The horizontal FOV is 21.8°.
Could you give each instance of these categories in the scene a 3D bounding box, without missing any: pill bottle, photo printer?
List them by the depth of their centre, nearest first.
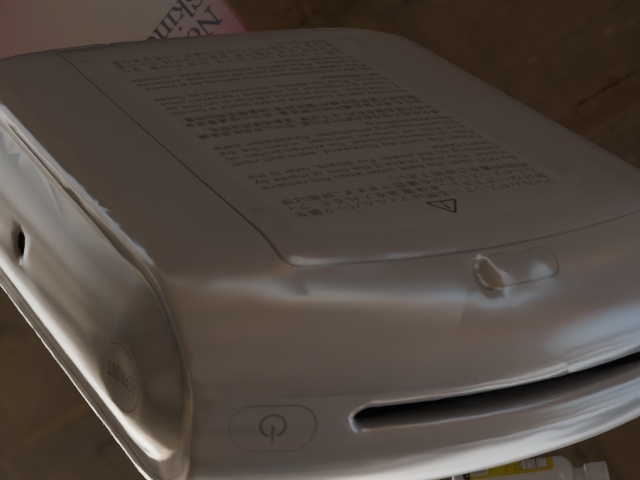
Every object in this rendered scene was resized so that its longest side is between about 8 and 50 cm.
[{"bbox_3d":[0.000,0.000,0.716,0.307,0.256,0.107,39,-49,53],"label":"photo printer"},{"bbox_3d":[0.160,0.197,1.253,0.116,0.065,0.065,-8,-73,6],"label":"pill bottle"}]

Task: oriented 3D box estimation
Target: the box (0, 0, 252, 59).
[{"bbox_3d":[-0.150,-0.126,1.055,0.126,0.149,0.232,24,-18,45],"label":"box"}]
